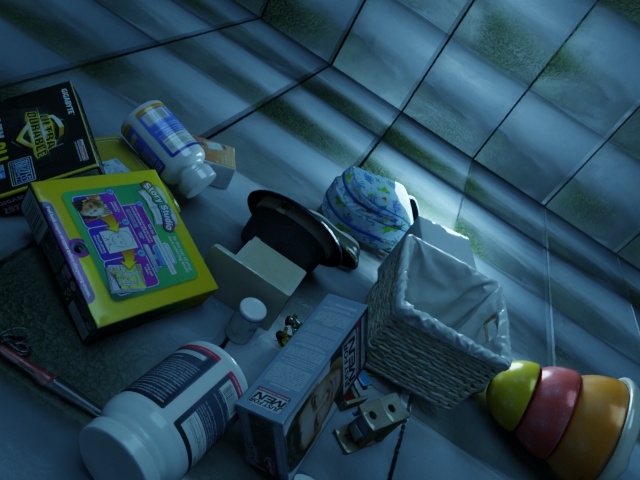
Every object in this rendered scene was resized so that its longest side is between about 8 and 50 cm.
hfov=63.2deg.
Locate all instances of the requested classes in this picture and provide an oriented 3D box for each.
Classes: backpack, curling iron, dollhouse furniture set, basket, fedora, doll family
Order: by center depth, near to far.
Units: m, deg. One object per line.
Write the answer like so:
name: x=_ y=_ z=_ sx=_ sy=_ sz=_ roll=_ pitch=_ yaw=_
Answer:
curling iron: x=-0.517 y=0.259 z=1.005 sx=0.274 sy=0.035 sz=0.068 roll=36 pitch=35 yaw=5
dollhouse furniture set: x=0.090 y=0.386 z=1.248 sx=0.129 sy=0.129 sz=0.184 roll=-3 pitch=49 yaw=-40
doll family: x=-0.069 y=0.273 z=1.305 sx=0.111 sy=0.076 sz=0.193 roll=35 pitch=24 yaw=-33
basket: x=0.295 y=0.221 z=1.411 sx=0.331 sy=0.266 sz=0.328 roll=29 pitch=35 yaw=-7
fedora: x=-0.107 y=0.010 z=1.489 sx=0.334 sy=0.334 sz=0.152 roll=36 pitch=68 yaw=5
backpack: x=0.180 y=-0.110 z=1.848 sx=0.355 sy=0.273 sz=0.290 roll=11 pitch=46 yaw=-10

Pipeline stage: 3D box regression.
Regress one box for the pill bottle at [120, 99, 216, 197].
pill bottle: x=-0.436 y=-0.260 z=1.517 sx=0.272 sy=0.152 sz=0.152 roll=49 pitch=36 yaw=-1

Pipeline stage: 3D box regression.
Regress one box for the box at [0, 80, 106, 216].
box: x=-0.707 y=-0.239 z=1.302 sx=0.257 sy=0.079 sz=0.322 roll=-22 pitch=62 yaw=-12

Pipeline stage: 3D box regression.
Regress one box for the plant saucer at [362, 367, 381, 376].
plant saucer: x=0.172 y=0.316 z=1.472 sx=0.188 sy=0.045 sz=0.188 roll=12 pitch=40 yaw=-27

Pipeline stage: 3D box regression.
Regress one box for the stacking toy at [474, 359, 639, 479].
stacking toy: x=0.601 y=0.453 z=1.476 sx=0.479 sy=0.351 sz=0.350 roll=26 pitch=32 yaw=17

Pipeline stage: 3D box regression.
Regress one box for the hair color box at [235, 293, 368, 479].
hair color box: x=-0.021 y=0.303 z=1.136 sx=0.113 sy=0.185 sz=0.374 roll=15 pitch=36 yaw=26

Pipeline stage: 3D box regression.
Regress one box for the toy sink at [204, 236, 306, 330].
toy sink: x=-0.181 y=0.095 z=1.369 sx=0.234 sy=0.153 sz=0.131 roll=33 pitch=35 yaw=2

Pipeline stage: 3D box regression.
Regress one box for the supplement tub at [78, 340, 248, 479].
supplement tub: x=-0.280 y=0.330 z=0.970 sx=0.191 sy=0.191 sz=0.272 roll=40 pitch=35 yaw=10

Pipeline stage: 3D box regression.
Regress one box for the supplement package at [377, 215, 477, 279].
supplement package: x=0.333 y=0.105 z=1.662 sx=0.198 sy=0.263 sz=0.199 roll=23 pitch=36 yaw=-14

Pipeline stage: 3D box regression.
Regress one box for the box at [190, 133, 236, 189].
box: x=-0.373 y=-0.258 z=1.695 sx=0.170 sy=0.091 sz=0.130 roll=14 pitch=39 yaw=-26

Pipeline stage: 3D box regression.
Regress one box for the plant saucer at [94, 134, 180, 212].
plant saucer: x=-0.598 y=-0.177 z=1.431 sx=0.333 sy=0.081 sz=0.332 roll=44 pitch=36 yaw=17

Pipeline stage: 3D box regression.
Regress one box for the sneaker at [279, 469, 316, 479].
sneaker: x=0.034 y=0.558 z=0.999 sx=0.111 sy=0.131 sz=0.296 roll=-16 pitch=56 yaw=-46

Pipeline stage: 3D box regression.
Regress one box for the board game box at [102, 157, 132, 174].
board game box: x=-0.549 y=-0.175 z=1.379 sx=0.090 sy=0.020 sz=0.090 roll=40 pitch=36 yaw=10

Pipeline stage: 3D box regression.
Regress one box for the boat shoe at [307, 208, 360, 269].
boat shoe: x=0.003 y=-0.003 z=1.652 sx=0.305 sy=0.109 sz=0.091 roll=29 pitch=34 yaw=-25

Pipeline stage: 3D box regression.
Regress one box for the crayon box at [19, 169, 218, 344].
crayon box: x=-0.463 y=0.019 z=1.220 sx=0.313 sy=0.106 sz=0.363 roll=-16 pitch=71 yaw=-49

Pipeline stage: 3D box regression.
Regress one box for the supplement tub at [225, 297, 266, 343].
supplement tub: x=-0.183 y=0.197 z=1.280 sx=0.071 sy=0.107 sz=0.071 roll=21 pitch=37 yaw=-16
